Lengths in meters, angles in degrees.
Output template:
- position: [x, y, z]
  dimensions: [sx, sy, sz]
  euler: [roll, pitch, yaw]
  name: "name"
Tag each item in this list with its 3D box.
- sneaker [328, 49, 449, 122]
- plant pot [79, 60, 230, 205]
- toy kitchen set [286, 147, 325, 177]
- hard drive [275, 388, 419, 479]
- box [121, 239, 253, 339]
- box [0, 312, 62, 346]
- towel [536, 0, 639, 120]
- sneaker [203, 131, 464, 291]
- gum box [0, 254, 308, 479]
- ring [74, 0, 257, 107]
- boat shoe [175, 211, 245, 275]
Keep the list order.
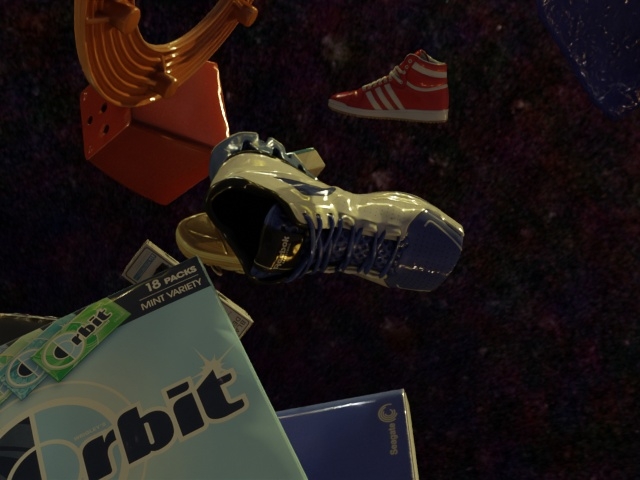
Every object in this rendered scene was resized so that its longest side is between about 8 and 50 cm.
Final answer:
- position: [0.065, -0.151, 0.676]
  dimensions: [0.118, 0.067, 0.042]
  euler: [7, 22, 16]
  name: "sneaker"
- position: [-0.389, -0.270, 1.599]
  dimensions: [0.235, 0.267, 0.267]
  euler: [14, 56, -47]
  name: "plant pot"
- position: [-0.121, -0.131, 1.282]
  dimensions: [0.122, 0.207, 0.166]
  euler: [-20, 71, -38]
  name: "toy kitchen set"
- position: [-0.048, 0.286, 0.800]
  dimensions: [0.318, 0.040, 0.210]
  euler: [-12, 38, 9]
  name: "hard drive"
- position: [-0.297, 0.121, 1.582]
  dimensions: [0.290, 0.169, 0.087]
  euler: [38, 85, -13]
  name: "box"
- position: [-0.405, 0.415, 1.165]
  dimensions: [0.297, 0.472, 0.480]
  euler: [5, 69, 10]
  name: "box"
- position: [0.423, -0.313, 0.830]
  dimensions: [0.076, 0.308, 0.228]
  euler: [8, 53, -42]
  name: "towel"
- position: [-0.001, -0.001, 0.800]
  dimensions: [0.315, 0.127, 0.182]
  euler: [22, 27, -3]
  name: "sneaker"
- position: [-0.097, 0.109, 0.348]
  dimensions: [0.157, 0.041, 0.184]
  euler: [-25, 48, -9]
  name: "gum box"
- position: [-0.080, -0.253, 0.583]
  dimensions: [0.032, 0.336, 0.337]
  euler: [32, 65, 3]
  name: "ring"
- position: [-0.135, 0.020, 1.200]
  dimensions: [0.285, 0.089, 0.105]
  euler: [7, 45, -48]
  name: "boat shoe"
